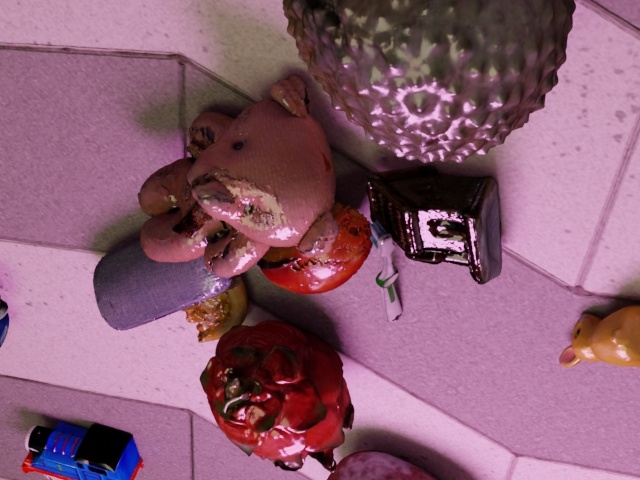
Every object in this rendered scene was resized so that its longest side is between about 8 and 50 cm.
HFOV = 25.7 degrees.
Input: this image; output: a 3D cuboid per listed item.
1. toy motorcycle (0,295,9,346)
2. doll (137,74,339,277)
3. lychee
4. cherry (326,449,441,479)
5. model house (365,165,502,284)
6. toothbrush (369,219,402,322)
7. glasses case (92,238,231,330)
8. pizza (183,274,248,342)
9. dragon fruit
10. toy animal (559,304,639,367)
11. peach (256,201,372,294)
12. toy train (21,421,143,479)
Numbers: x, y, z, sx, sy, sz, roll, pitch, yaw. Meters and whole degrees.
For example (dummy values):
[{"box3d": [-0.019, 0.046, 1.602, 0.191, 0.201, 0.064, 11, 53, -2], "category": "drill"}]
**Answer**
[{"box3d": [-0.608, 0.107, 2.162, 0.331, 0.125, 0.196, -1, 136, 27], "category": "toy motorcycle"}, {"box3d": [-0.121, -0.053, 1.569, 0.303, 0.201, 0.156, -18, 171, 37], "category": "doll"}, {"box3d": [0.091, -0.191, 1.218, 0.255, 0.255, 0.274, 14, 130, 17], "category": "lychee"}, {"box3d": [0.117, 0.437, 2.046, 0.236, 0.213, 0.285, -29, 109, 40], "category": "cherry"}, {"box3d": [0.123, -0.013, 1.553, 0.152, 0.106, 0.165, 10, 138, 20], "category": "model house"}, {"box3d": [0.080, 0.047, 1.654, 0.030, 0.030, 0.304, 17, 161, 13], "category": "toothbrush"}, {"box3d": [-0.213, 0.046, 1.844, 0.282, 0.067, 0.109, -23, 82, 48], "category": "glasses case"}, {"box3d": [-0.160, 0.081, 1.908, 0.131, 0.041, 0.178, 38, 143, -13], "category": "pizza"}, {"box3d": [-0.051, 0.209, 1.883, 0.192, 0.193, 0.274, 11, 166, 26], "category": "dragon fruit"}, {"box3d": [0.324, 0.118, 1.630, 0.083, 0.070, 0.159, -4, 173, -28], "category": "toy animal"}, {"box3d": [0.005, 0.003, 1.624, 0.092, 0.127, 0.172, 43, 145, -26], "category": "peach"}, {"box3d": [-0.411, 0.368, 2.400, 0.204, 0.082, 0.131, 13, 143, 16], "category": "toy train"}]
